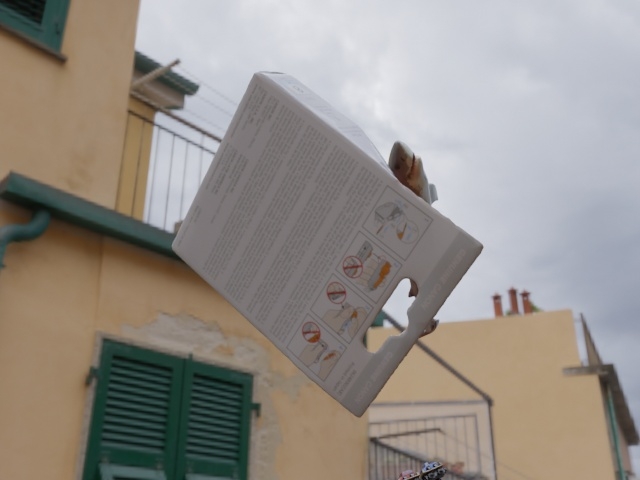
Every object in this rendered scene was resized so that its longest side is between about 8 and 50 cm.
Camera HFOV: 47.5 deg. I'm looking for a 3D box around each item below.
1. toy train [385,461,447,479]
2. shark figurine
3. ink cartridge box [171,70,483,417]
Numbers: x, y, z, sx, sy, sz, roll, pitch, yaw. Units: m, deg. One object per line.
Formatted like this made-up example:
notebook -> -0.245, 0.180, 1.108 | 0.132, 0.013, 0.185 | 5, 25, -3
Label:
toy train -> 0.148, 0.405, 1.224 | 0.158, 0.036, 0.027 | -8, -57, -33
shark figurine -> 0.111, 0.012, 1.021 | 0.116, 0.278, 0.166 | -6, -3, 18
ink cartridge box -> 0.000, 0.000, 0.997 | 0.091, 0.385, 0.308 | -18, -36, -59
